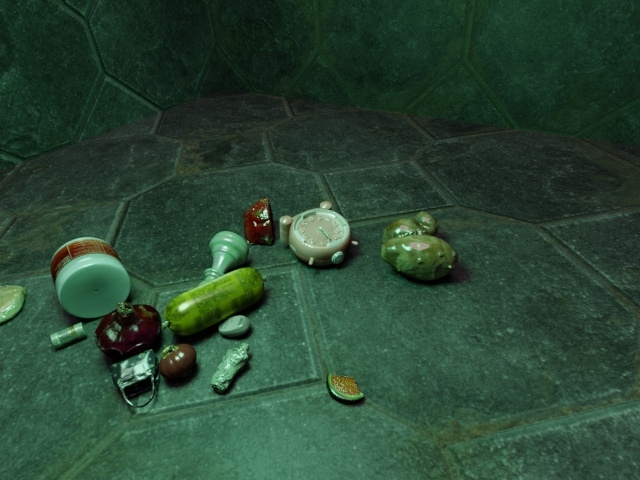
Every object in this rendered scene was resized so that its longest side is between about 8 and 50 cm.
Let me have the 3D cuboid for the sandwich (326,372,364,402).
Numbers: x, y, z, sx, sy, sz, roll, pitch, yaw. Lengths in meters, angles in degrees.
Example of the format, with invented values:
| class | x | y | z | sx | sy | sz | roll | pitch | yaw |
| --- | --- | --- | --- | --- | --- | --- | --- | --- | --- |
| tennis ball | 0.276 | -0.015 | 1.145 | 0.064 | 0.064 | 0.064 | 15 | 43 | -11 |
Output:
| class | x | y | z | sx | sy | sz | roll | pitch | yaw |
| --- | --- | --- | --- | --- | --- | --- | --- | --- | --- |
| sandwich | 0.060 | 0.367 | 1.013 | 0.101 | 0.026 | 0.069 | 7 | 32 | 11 |

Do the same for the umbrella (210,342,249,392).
| class | x | y | z | sx | sy | sz | roll | pitch | yaw |
| --- | --- | --- | --- | --- | --- | --- | --- | --- | --- |
| umbrella | -0.232 | 0.325 | 1.072 | 0.067 | 0.062 | 0.143 | -16 | 27 | 45 |

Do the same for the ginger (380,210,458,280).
| class | x | y | z | sx | sy | sz | roll | pitch | yaw |
| --- | --- | --- | --- | --- | --- | --- | --- | --- | --- |
| ginger | 0.317 | 0.007 | 1.386 | 0.244 | 0.155 | 0.304 | -5 | 35 | 3 |

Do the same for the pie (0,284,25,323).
| class | x | y | z | sx | sy | sz | roll | pitch | yaw |
| --- | --- | --- | --- | --- | --- | --- | --- | --- | --- |
| pie | -1.066 | 0.204 | 1.342 | 0.218 | 0.052 | 0.185 | 11 | 39 | 24 |

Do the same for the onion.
| class | x | y | z | sx | sy | sz | roll | pitch | yaw |
| --- | --- | --- | --- | --- | --- | --- | --- | --- | --- |
| onion | -0.515 | 0.244 | 1.115 | 0.173 | 0.198 | 0.135 | -21 | 68 | -28 |

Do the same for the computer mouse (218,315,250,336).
| class | x | y | z | sx | sy | sz | roll | pitch | yaw |
| --- | --- | --- | --- | --- | --- | --- | --- | --- | --- |
| computer mouse | -0.246 | 0.253 | 1.196 | 0.096 | 0.039 | 0.066 | -14 | 31 | 19 |

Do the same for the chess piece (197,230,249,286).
| class | x | y | z | sx | sy | sz | roll | pitch | yaw |
| --- | --- | --- | --- | --- | --- | --- | --- | --- | --- |
| chess piece | -0.343 | 0.108 | 1.361 | 0.139 | 0.139 | 0.272 | 6 | 47 | 14 |

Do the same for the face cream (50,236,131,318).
| class | x | y | z | sx | sy | sz | roll | pitch | yaw |
| --- | --- | --- | --- | --- | --- | --- | --- | --- | --- |
| face cream | -0.728 | 0.114 | 1.304 | 0.201 | 0.201 | 0.187 | -25 | 40 | -27 |

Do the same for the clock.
| class | x | y | z | sx | sy | sz | roll | pitch | yaw |
| --- | --- | --- | --- | --- | --- | --- | --- | --- | --- |
| clock | 0.000 | 0.000 | 1.463 | 0.227 | 0.142 | 0.241 | -23 | 49 | -24 |

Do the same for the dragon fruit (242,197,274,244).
| class | x | y | z | sx | sy | sz | roll | pitch | yaw |
| --- | --- | --- | --- | --- | --- | --- | --- | --- | --- |
| dragon fruit | -0.240 | -0.072 | 1.569 | 0.120 | 0.161 | 0.127 | -5 | 24 | -4 |

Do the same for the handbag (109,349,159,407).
| class | x | y | z | sx | sy | sz | roll | pitch | yaw |
| --- | --- | --- | --- | --- | --- | --- | --- | --- | --- |
| handbag | -0.458 | 0.359 | 1.039 | 0.115 | 0.072 | 0.139 | -19 | 42 | -23 |

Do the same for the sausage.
| class | x | y | z | sx | sy | sz | roll | pitch | yaw |
| --- | --- | --- | --- | --- | --- | --- | --- | --- | --- |
| sausage | -0.307 | 0.177 | 1.228 | 0.347 | 0.123 | 0.123 | -24 | 39 | -34 |

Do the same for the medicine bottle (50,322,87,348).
| class | x | y | z | sx | sy | sz | roll | pitch | yaw |
| --- | --- | --- | --- | --- | --- | --- | --- | --- | --- |
| medicine bottle | -0.736 | 0.278 | 1.205 | 0.083 | 0.047 | 0.047 | -23 | 39 | -25 |

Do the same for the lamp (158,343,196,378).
| class | x | y | z | sx | sy | sz | roll | pitch | yaw |
| --- | --- | --- | --- | --- | --- | --- | --- | --- | --- |
| lamp | -0.372 | 0.316 | 1.076 | 0.101 | 0.090 | 0.101 | -32 | 14 | 9 |
